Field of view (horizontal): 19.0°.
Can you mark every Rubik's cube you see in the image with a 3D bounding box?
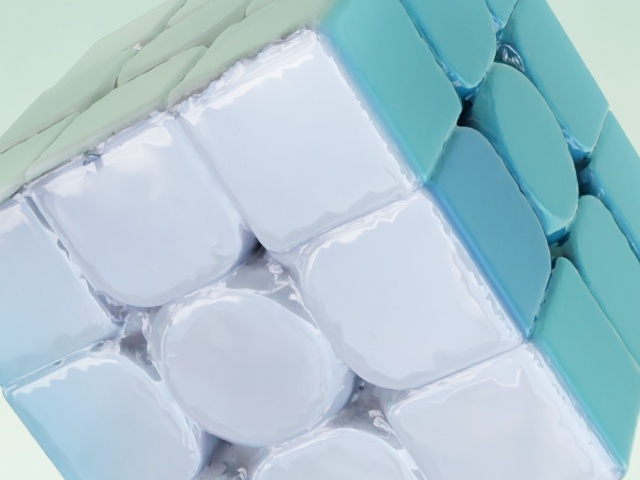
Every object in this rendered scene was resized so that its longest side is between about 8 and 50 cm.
[{"bbox_3d":[0.000,0.000,1.086,0.291,0.292,0.290,-25,107,27],"label":"Rubik's cube"}]
